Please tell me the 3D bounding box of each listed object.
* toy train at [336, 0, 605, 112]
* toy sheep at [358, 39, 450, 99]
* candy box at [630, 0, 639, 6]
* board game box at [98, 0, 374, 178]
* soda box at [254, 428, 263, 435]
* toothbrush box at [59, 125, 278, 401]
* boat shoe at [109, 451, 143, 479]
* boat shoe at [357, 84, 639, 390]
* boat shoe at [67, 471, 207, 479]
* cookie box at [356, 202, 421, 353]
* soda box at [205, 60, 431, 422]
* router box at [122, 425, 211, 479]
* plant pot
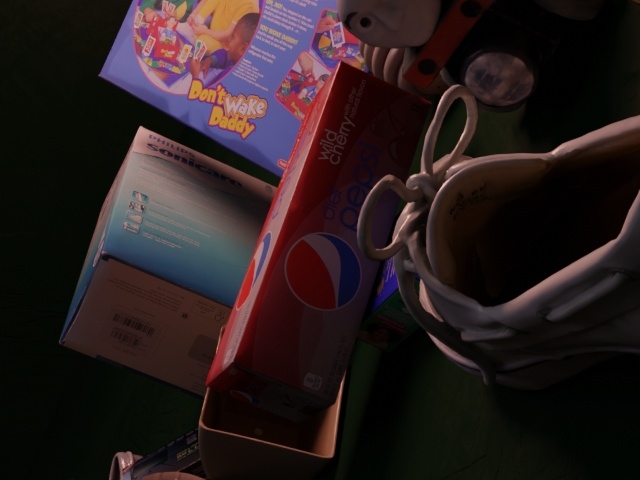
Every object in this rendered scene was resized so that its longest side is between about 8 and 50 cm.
[{"bbox_3d":[0.100,-0.236,0.911,0.142,0.190,0.334,-54,18,46],"label":"toy train"},{"bbox_3d":[0.079,-0.174,1.102,0.132,0.091,0.091,48,120,36],"label":"toy sheep"},{"bbox_3d":[0.089,-0.283,0.755,0.087,0.316,0.183,-53,18,40],"label":"candy box"},{"bbox_3d":[-0.055,-0.208,1.283,0.347,0.078,0.233,31,99,37],"label":"board game box"},{"bbox_3d":[-0.027,0.096,1.124,0.181,0.061,0.058,-59,16,31],"label":"soda box"},{"bbox_3d":[-0.140,0.026,1.355,0.126,0.216,0.295,-59,16,27],"label":"toothbrush box"},{"bbox_3d":[-0.210,0.374,1.278,0.118,0.103,0.320,-46,24,57],"label":"boat shoe"},{"bbox_3d":[0.093,-0.002,0.612,0.135,0.156,0.367,-68,14,-7],"label":"boat shoe"},{"bbox_3d":[-0.145,0.289,1.104,0.355,0.130,0.132,-5,45,50],"label":"boat shoe"},{"bbox_3d":[0.067,0.020,0.928,0.107,0.040,0.091,-50,20,54],"label":"cookie box"},{"bbox_3d":[0.000,0.000,0.959,0.092,0.083,0.263,135,156,-65],"label":"soda box"},{"bbox_3d":[-0.139,0.231,1.251,0.122,0.038,0.092,-30,15,-3],"label":"router box"},{"bbox_3d":[-0.046,0.151,1.035,0.096,0.109,0.109,109,173,-45],"label":"plant pot"}]
